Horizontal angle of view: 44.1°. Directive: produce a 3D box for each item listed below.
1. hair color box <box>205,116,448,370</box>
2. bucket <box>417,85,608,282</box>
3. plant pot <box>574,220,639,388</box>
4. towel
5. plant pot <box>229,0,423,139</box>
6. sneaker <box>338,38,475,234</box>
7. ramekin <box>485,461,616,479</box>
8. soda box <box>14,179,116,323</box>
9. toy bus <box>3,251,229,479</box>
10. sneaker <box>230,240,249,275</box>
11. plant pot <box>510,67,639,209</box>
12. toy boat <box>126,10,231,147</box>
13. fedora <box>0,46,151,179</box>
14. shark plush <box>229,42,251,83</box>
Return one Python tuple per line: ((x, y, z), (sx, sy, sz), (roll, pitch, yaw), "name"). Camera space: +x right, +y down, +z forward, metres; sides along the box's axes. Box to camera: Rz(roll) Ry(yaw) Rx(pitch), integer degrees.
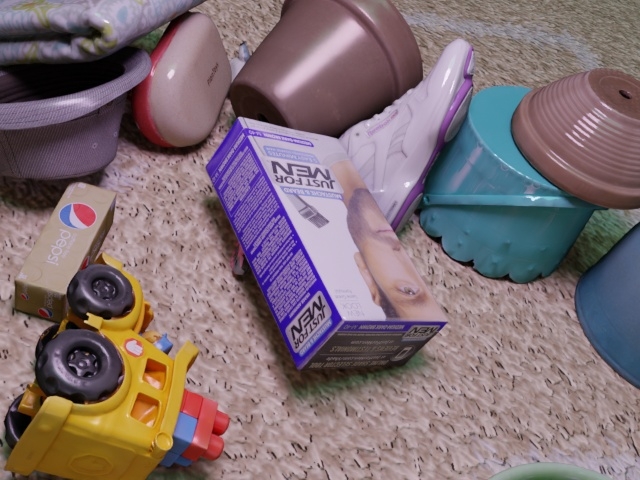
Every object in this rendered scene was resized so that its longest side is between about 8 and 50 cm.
((0.000, 0.000, 1.026), (0.185, 0.110, 0.338), (5, 46, -42), "hair color box")
((0.301, -0.092, 1.212), (0.281, 0.183, 0.281), (11, 45, -11), "bucket")
((0.547, 0.052, 1.119), (0.272, 0.255, 0.271), (11, 45, -11), "plant pot")
((-0.367, -0.340, 1.157), (0.375, 0.090, 0.320), (3, 35, 23), "towel")
((-0.013, -0.247, 1.221), (0.263, 0.263, 0.229), (40, 65, 18), "plant pot")
((0.110, -0.158, 1.132), (0.152, 0.305, 0.114), (32, 13, 16), "sneaker")
((0.230, 0.384, 0.754), (0.303, 0.148, 0.303), (11, 45, -12), "ramekin")
((-0.310, 0.010, 0.968), (0.061, 0.058, 0.181), (17, 44, -5), "soda box")
((-0.196, 0.149, 0.830), (0.211, 0.149, 0.220), (23, 40, -18), "toy bus")
((-0.085, 0.005, 1.074), (0.057, 0.047, 0.119), (26, 44, -12), "sneaker")
((0.399, -0.163, 1.110), (0.237, 0.109, 0.237), (11, 46, -12), "plant pot")
((-0.235, -0.239, 1.200), (0.151, 0.151, 0.231), (-5, 41, 16), "toy boat")
((-0.342, -0.160, 1.042), (0.244, 0.124, 0.275), (1, 28, 13), "fedora")
((-0.116, -0.258, 1.305), (0.067, 0.073, 0.161), (28, 29, -40), "shark plush")
